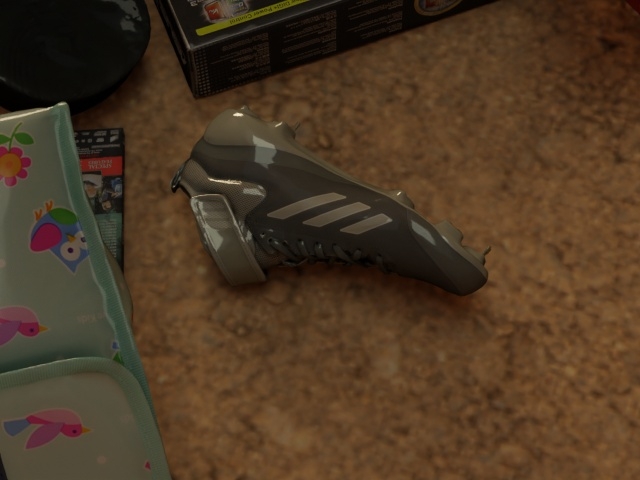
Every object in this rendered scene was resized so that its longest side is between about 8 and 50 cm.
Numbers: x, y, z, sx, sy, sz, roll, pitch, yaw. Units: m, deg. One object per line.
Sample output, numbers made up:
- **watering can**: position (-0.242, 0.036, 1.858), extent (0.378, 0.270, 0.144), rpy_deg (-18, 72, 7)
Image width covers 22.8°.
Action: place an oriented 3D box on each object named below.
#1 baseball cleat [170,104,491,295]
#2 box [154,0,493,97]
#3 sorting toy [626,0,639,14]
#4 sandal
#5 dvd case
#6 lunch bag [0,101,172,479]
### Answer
- **baseball cleat**: position (0.000, 0.000, 0.988), extent (0.206, 0.072, 0.109), rpy_deg (32, 80, 22)
- **box**: position (0.000, -0.237, 1.113), extent (0.270, 0.060, 0.216), rpy_deg (-20, 63, -9)
- **sorting toy**: position (0.254, -0.252, 1.070), extent (0.257, 0.089, 0.255), rpy_deg (0, 57, -21)
- **sandal**: position (-0.269, -0.280, 1.033), extent (0.446, 0.107, 0.167), rpy_deg (47, 60, 0)
- **dvd case**: position (-0.169, -0.018, 1.022), extent (0.087, 0.013, 0.119), rpy_deg (-4, 60, -1)
- **lunch bag**: position (-0.210, 0.081, 0.891), extent (0.223, 0.160, 0.262), rpy_deg (-14, 76, -11)
